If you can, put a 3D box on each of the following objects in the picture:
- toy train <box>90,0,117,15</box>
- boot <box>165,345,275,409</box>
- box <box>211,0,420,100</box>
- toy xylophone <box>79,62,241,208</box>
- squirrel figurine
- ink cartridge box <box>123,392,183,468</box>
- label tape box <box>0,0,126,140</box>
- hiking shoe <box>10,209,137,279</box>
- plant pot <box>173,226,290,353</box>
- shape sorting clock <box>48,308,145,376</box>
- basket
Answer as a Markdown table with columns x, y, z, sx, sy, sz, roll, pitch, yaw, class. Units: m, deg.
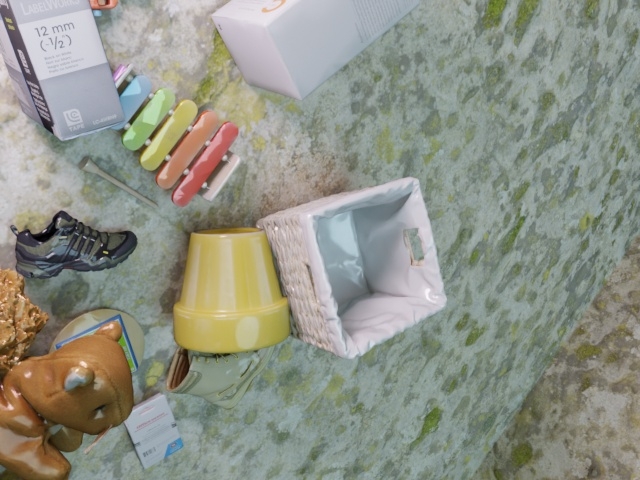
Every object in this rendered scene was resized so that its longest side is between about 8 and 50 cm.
| x | y | z | sx | sy | sz | roll | pitch | yaw | class |
| --- | --- | --- | --- | --- | --- | --- | --- | --- | --- |
| -0.356 | -0.472 | 1.020 | 0.125 | 0.046 | 0.166 | -10 | 116 | -36 | toy train |
| -0.236 | 0.275 | 1.434 | 0.203 | 0.095 | 0.262 | 31 | 93 | -42 | boot |
| -0.006 | -0.465 | 1.190 | 0.345 | 0.215 | 0.168 | -42 | 131 | -15 | box |
| -0.317 | -0.184 | 1.162 | 0.322 | 0.081 | 0.236 | 29 | 91 | -43 | toy xylophone |
| -0.528 | 0.239 | 1.009 | 0.370 | 0.281 | 0.397 | -27 | 101 | 12 | squirrel figurine |
| -0.401 | 0.436 | 1.394 | 0.104 | 0.060 | 0.180 | -25 | 124 | -27 | ink cartridge box |
| -0.429 | -0.349 | 0.880 | 0.115 | 0.249 | 0.348 | -28 | 125 | -27 | label tape box |
| -0.461 | -0.001 | 1.126 | 0.226 | 0.086 | 0.114 | -14 | 122 | -33 | hiking shoe |
| -0.197 | 0.096 | 1.296 | 0.254 | 0.254 | 0.239 | -6 | 97 | -37 | plant pot |
| -0.474 | 0.243 | 1.259 | 0.206 | 0.040 | 0.206 | -14 | 114 | -33 | shape sorting clock |
| 0.067 | 0.055 | 1.377 | 0.331 | 0.266 | 0.328 | -21 | 100 | -33 | basket |
